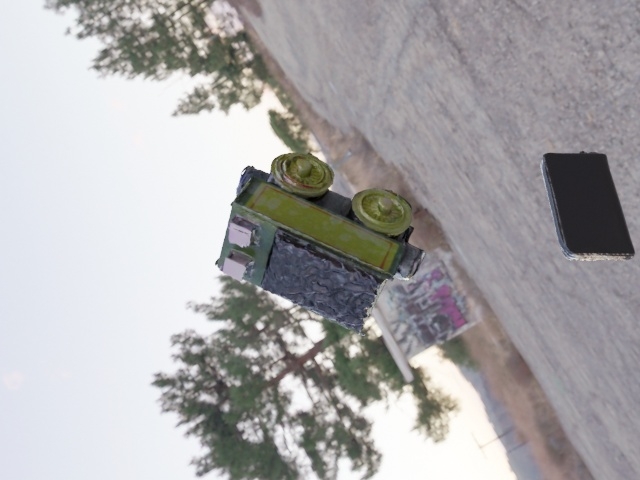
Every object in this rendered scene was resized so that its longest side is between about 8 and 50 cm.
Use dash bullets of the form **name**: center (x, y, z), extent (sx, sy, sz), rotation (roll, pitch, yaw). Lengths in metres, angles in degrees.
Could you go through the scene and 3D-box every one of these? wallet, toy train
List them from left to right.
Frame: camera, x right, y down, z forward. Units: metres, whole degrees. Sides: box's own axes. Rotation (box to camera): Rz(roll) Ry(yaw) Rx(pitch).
- **toy train**: center (0.000, 0.000, 0.914), extent (0.261, 0.134, 0.177), rotation (24, -137, 4)
- **wallet**: center (0.512, -0.073, 1.407), extent (0.044, 0.149, 0.250), rotation (106, 162, -60)
